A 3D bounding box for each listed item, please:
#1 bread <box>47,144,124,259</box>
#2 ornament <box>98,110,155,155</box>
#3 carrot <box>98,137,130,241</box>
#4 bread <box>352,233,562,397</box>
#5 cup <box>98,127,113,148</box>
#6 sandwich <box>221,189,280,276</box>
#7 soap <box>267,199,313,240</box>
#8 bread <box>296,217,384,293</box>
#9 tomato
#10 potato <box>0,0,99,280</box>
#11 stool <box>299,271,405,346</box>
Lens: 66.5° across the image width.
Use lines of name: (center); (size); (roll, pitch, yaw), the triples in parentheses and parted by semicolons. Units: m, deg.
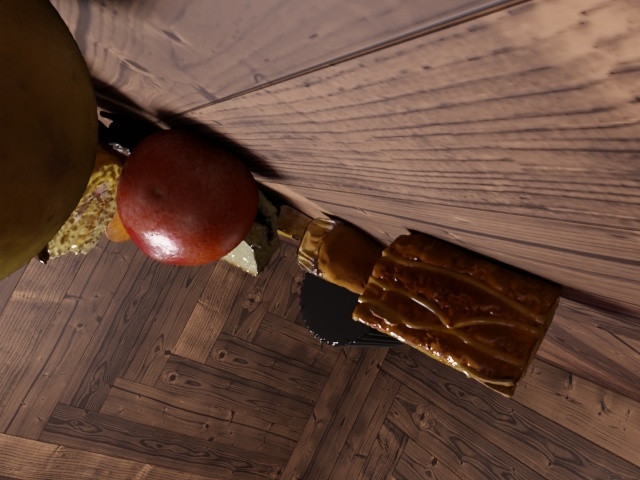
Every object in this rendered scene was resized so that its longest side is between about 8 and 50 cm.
bread: (-0.578, -0.159, 0.960); (0.375, 0.236, 0.165); (34, -165, 12)
ornament: (-0.440, -0.233, 1.215); (0.202, 0.080, 0.236); (30, 172, -13)
carrot: (-0.490, -0.142, 1.120); (0.254, 0.196, 0.196); (40, 178, 12)
bread: (0.211, 0.107, 0.781); (0.275, 0.184, 0.114); (24, 169, 33)
cup: (-0.791, -0.359, 1.580); (0.166, 0.239, 0.177); (-24, 156, 24)
sandwich: (-0.237, -0.054, 1.243); (0.325, 0.131, 0.262); (16, 145, 44)
soap: (-0.113, -0.058, 1.380); (0.140, 0.073, 0.232); (31, 174, -29)
bread: (0.063, 0.043, 1.157); (0.107, 0.136, 0.241); (18, 172, 47)
tomato: (-0.257, -0.074, 0.929); (0.265, 0.264, 0.265); (26, 176, 2)
potato: (-0.394, -0.119, 0.407); (0.442, 0.385, 0.319); (37, -168, 9)
stool: (0.149, 0.188, 1.491); (0.297, 0.297, 0.330); (23, 179, 39)
